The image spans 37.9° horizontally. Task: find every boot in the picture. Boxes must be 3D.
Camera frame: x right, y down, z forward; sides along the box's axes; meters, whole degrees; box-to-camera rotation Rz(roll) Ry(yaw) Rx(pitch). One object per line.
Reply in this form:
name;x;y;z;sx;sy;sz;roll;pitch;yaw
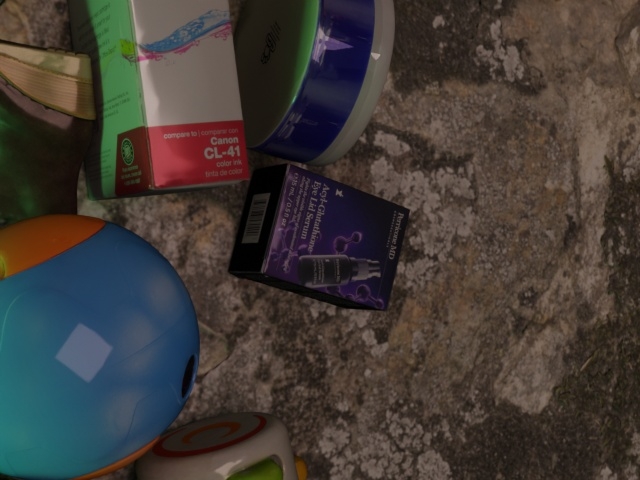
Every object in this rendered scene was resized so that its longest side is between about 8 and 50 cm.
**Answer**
boot;-0.386;-0.129;1.060;0.249;0.090;0.206;10;103;-7

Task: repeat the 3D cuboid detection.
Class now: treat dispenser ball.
treat dispenser ball;-0.275;0.114;1.006;0.288;0.288;0.288;1;89;-30

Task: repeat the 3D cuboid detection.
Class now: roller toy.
roller toy;-0.122;0.308;1.152;0.191;0.209;0.146;-11;96;9

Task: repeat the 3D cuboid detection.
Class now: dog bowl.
dog bowl;-0.020;-0.232;1.175;0.104;0.265;0.264;11;84;-27

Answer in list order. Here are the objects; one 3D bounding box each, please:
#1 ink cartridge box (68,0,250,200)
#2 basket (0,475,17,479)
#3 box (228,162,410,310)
ink cartridge box;-0.199;-0.207;1.093;0.131;0.226;0.306;-6;93;-30
basket;-0.346;0.418;1.005;0.223;0.213;0.299;27;76;-30
box;0.000;0.000;1.274;0.207;0.108;0.153;17;80;-29
